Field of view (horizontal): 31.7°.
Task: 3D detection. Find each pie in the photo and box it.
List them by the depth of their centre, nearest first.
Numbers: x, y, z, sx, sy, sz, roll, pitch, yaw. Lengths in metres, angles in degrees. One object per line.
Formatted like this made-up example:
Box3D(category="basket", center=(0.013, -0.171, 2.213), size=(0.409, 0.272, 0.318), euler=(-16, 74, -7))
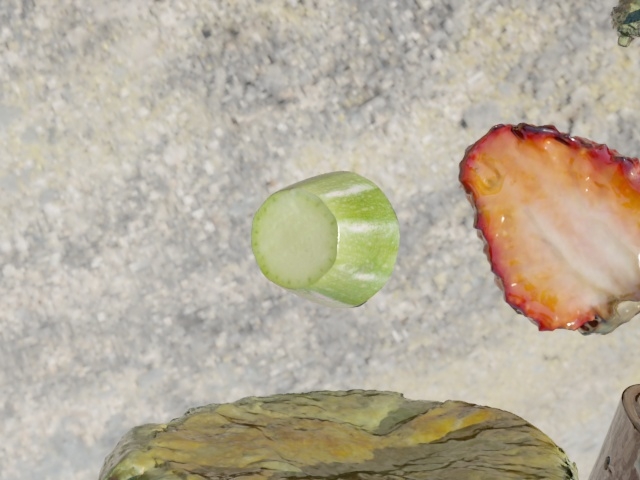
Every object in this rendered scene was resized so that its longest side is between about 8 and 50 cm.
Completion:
Box3D(category="pie", center=(0.020, 0.149, 0.694), size=(0.306, 0.306, 0.071), euler=(-4, 100, -32))

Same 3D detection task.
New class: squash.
Box3D(category="squash", center=(0.000, 0.000, 1.324), size=(0.170, 0.170, 0.123), euler=(-43, 162, 24))

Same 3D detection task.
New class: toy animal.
Box3D(category="toy animal", center=(0.402, -0.298, 1.310), size=(0.086, 0.069, 0.220), euler=(-34, 177, -36))

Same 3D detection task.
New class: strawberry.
Box3D(category="strawberry", center=(0.337, -0.027, 1.586), size=(0.265, 0.336, 0.149), euler=(-45, -177, 7))

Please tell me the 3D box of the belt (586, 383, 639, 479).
Box3D(category="belt", center=(0.367, 0.243, 0.984), size=(0.217, 0.338, 0.122), euler=(13, 105, -17))
